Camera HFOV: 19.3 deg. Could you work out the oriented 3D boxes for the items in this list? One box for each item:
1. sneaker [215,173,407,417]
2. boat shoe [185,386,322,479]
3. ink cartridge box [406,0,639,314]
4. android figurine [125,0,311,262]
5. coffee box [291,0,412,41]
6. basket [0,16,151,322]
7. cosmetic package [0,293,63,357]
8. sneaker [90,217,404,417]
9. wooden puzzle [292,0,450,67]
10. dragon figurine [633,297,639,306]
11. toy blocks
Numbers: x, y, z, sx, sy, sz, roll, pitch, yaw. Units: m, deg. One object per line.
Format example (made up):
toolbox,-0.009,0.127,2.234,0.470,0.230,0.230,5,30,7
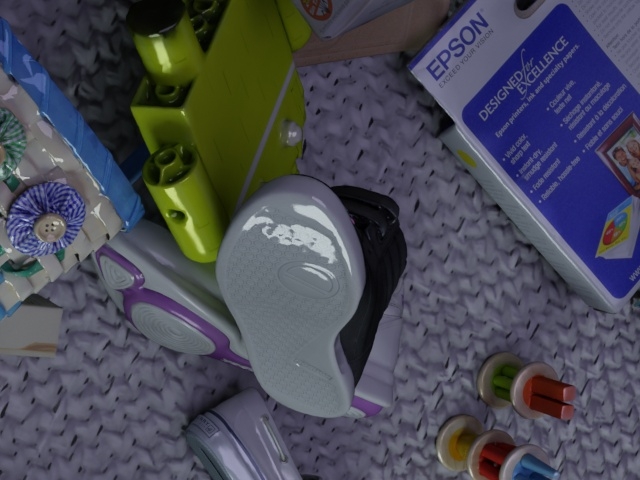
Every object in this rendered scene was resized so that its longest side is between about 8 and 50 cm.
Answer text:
sneaker,0.000,0.000,1.354,0.296,0.104,0.147,84,22,-59
boat shoe,-0.024,0.224,1.560,0.076,0.083,0.226,-37,114,-18
ink cartridge box,0.252,-0.147,1.659,0.303,0.072,0.307,-47,109,-14
android figurine,-0.065,-0.098,1.365,0.273,0.056,0.248,70,31,-46
coffee box,0.090,-0.405,1.268,0.337,0.338,0.334,-31,81,-35
basket,-0.213,-0.100,1.317,0.289,0.201,0.255,-54,131,-18
cosmetic package,-0.258,0.060,1.409,0.115,0.060,0.041,7,97,-29
sneaker,-0.054,0.031,1.510,0.305,0.114,0.152,29,71,-35
wooden puzzle,0.012,-0.246,1.485,0.238,0.044,0.221,-10,120,-36
dragon figurine,0.371,0.063,1.694,0.144,0.289,0.085,38,74,9
toy blocks,0.180,0.165,1.630,0.054,0.148,0.123,40,79,-30
